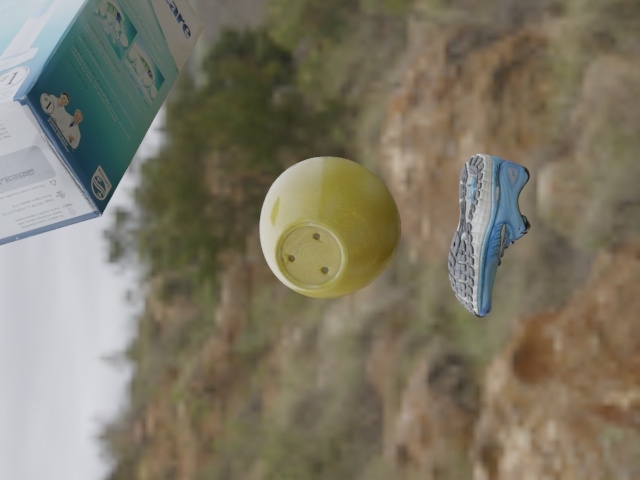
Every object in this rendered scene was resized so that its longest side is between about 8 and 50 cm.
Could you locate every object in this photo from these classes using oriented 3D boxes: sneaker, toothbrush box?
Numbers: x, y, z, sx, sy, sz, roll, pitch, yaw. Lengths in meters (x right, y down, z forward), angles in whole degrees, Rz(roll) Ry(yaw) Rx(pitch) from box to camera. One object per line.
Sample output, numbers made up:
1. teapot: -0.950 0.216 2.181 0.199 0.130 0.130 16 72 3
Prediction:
1. sneaker: 0.171 -0.001 1.900 0.063 0.073 0.162 -135 50 -64
2. toothbrush box: -0.253 -0.126 1.651 0.126 0.216 0.295 60 -151 -28

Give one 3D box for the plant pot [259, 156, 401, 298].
1. plant pot: 0.000 0.000 1.807 0.095 0.134 0.134 -55 -31 -68
